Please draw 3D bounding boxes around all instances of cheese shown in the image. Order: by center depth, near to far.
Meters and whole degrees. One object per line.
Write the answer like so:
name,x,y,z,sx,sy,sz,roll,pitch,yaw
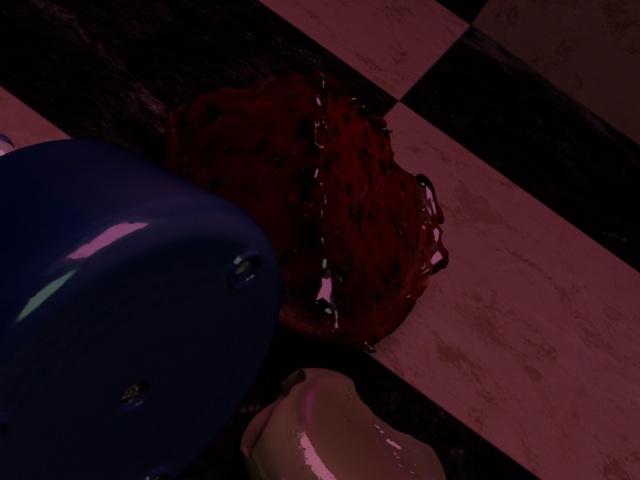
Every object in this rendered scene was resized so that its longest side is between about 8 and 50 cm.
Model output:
cheese,0.065,0.229,0.776,0.286,0.082,0.163,37,32,-1

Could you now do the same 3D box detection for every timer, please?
timer,-0.247,0.003,0.664,0.384,0.270,0.270,36,28,29

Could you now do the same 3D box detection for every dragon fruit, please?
dragon fruit,-0.009,0.002,1.012,0.329,0.228,0.285,18,63,-61

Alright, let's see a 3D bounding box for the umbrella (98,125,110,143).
umbrella,-0.192,-0.033,0.926,0.044,0.044,0.269,-18,52,-17
